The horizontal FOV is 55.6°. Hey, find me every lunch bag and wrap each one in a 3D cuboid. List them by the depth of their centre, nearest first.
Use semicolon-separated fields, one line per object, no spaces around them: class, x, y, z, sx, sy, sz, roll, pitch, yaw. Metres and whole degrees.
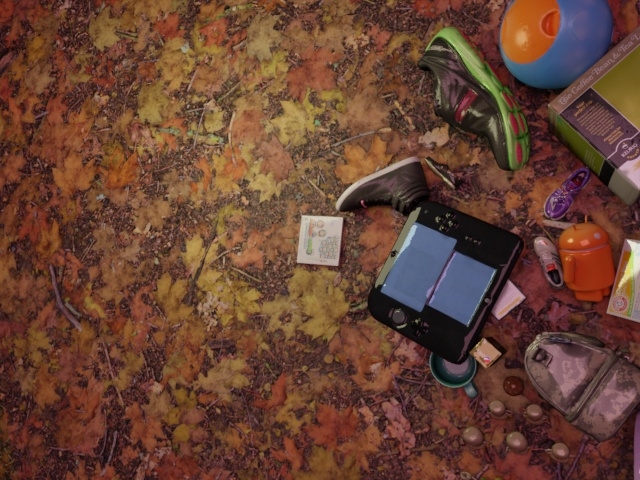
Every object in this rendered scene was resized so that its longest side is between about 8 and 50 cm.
lunch bag;0.631;0.332;1.500;0.256;0.305;0.212;33;94;21

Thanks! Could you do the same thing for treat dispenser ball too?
treat dispenser ball;0.632;-0.555;1.637;0.288;0.288;0.287;-3;81;21

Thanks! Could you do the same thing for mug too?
mug;0.378;0.356;1.704;0.130;0.097;0.157;-1;83;20

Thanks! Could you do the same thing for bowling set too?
bowling set;0.533;0.478;1.623;0.287;0.154;0.199;6;66;23

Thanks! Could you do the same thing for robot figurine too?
robot figurine;0.697;0.049;1.589;0.158;0.128;0.219;-14;101;2

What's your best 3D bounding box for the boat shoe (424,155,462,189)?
boat shoe;0.367;-0.209;1.818;0.042;0.049;0.133;-46;72;3

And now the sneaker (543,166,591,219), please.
sneaker;0.679;-0.135;1.675;0.068;0.071;0.169;37;97;21

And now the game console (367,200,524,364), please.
game console;0.335;0.103;1.700;0.342;0.060;0.386;28;92;38

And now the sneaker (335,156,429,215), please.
sneaker;0.194;-0.125;1.838;0.296;0.104;0.146;-27;69;11

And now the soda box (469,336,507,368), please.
soda box;0.455;0.300;1.637;0.061;0.181;0.058;45;99;21

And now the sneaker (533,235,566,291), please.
sneaker;0.631;0.060;1.661;0.057;0.075;0.161;-20;76;17

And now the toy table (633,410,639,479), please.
toy table;0.843;0.555;1.434;0.161;0.252;0.274;-3;92;37

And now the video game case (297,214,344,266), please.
video game case;0.000;0.000;1.942;0.143;0.019;0.157;4;83;21

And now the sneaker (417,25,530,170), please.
sneaker;0.446;-0.391;1.769;0.202;0.185;0.482;-38;67;31

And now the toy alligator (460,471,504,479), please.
toy alligator;0.473;0.680;1.648;0.190;0.056;0.051;13;127;22

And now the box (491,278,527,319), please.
box;0.464;0.103;1.727;0.100;0.060;0.244;-43;70;11

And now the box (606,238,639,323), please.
box;0.823;0.108;1.533;0.114;0.103;0.203;15;93;57

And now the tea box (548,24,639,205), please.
tea box;0.825;-0.324;1.566;0.329;0.220;0.323;-41;71;11
